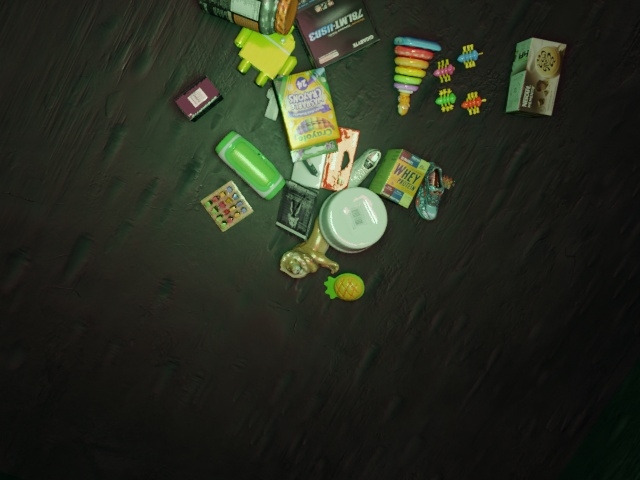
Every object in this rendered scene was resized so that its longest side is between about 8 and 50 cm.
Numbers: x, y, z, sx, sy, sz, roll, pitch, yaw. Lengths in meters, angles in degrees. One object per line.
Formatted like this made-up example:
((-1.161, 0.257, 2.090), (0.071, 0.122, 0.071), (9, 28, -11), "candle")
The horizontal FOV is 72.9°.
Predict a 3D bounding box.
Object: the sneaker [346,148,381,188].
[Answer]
((0.169, -0.299, 1.861), (0.090, 0.095, 0.235), (36, 97, -16), "sneaker")

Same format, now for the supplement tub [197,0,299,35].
((-0.262, -0.891, 1.587), (0.337, 0.207, 0.207), (21, 98, 1), "supplement tub")

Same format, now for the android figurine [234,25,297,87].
((-0.211, -0.760, 1.731), (0.248, 0.056, 0.273), (35, 96, -13), "android figurine")

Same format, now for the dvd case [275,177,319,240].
((-0.100, -0.130, 1.820), (0.164, 0.018, 0.221), (27, 113, 27), "dvd case")

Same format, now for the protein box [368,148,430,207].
((0.326, -0.266, 1.836), (0.135, 0.200, 0.201), (25, 96, -13), "protein box")

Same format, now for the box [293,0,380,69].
((0.048, -0.876, 1.736), (0.295, 0.073, 0.293), (-27, 102, -4), "box")

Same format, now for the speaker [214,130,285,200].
((-0.285, -0.304, 1.775), (0.296, 0.131, 0.131), (44, 92, -14), "speaker")

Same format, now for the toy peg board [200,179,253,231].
((-0.392, -0.140, 1.815), (0.160, 0.079, 0.161), (-34, 105, -1), "toy peg board")

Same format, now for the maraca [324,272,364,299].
((0.106, 0.211, 1.956), (0.185, 0.099, 0.127), (-4, 97, 18), "maraca")

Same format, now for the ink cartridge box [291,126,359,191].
((0.019, -0.351, 1.819), (0.238, 0.060, 0.275), (13, 99, 5), "ink cartridge box")

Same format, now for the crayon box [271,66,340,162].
((-0.050, -0.487, 1.703), (0.203, 0.083, 0.323), (-17, 106, -8), "crayon box")

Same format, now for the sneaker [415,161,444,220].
((0.485, -0.211, 1.909), (0.104, 0.125, 0.262), (-4, 102, -7), "sneaker")

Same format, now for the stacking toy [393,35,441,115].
((0.365, -0.675, 1.802), (0.165, 0.175, 0.302), (3, 115, -14), "stacking toy")

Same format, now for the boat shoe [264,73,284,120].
((-0.188, -0.581, 1.753), (0.063, 0.066, 0.184), (14, 125, -3), "boat shoe")

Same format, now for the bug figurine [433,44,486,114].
((0.595, -0.678, 1.860), (0.216, 0.072, 0.279), (-10, 107, 0), "bug figurine")

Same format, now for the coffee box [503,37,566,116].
((0.925, -0.696, 1.881), (0.168, 0.119, 0.297), (6, 100, -11), "coffee box")

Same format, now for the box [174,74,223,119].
((-0.467, -0.545, 1.680), (0.156, 0.158, 0.093), (-39, 105, 0), "box")

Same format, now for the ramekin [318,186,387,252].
((0.139, -0.088, 1.778), (0.277, 0.135, 0.277), (1, 87, -10), "ramekin")

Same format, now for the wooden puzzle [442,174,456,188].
((0.574, -0.265, 1.973), (0.083, 0.006, 0.049), (23, 97, -12), "wooden puzzle")

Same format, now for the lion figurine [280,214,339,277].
((0.000, 0.000, 1.891), (0.240, 0.142, 0.392), (26, 82, -5), "lion figurine")
